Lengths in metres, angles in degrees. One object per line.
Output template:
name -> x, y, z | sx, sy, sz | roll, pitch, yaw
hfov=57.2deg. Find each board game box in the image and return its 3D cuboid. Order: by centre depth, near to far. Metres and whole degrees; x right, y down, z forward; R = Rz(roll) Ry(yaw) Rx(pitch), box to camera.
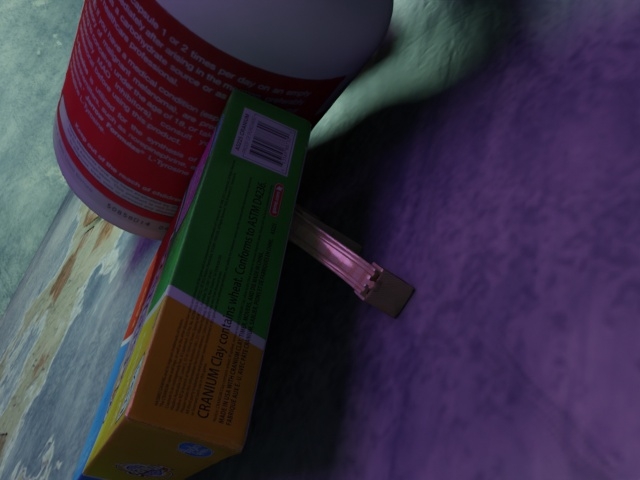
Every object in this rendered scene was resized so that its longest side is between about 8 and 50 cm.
board game box -> -0.116, 0.071, 0.478 | 0.316, 0.064, 0.242 | -47, 27, 51

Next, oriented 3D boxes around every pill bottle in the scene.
pill bottle -> -0.085, -0.182, 0.513 | 0.408, 0.229, 0.228 | -42, 31, 49

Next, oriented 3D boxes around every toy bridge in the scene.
toy bridge -> 0.000, 0.000, 0.440 | 0.026, 0.063, 0.188 | -57, 27, 4
